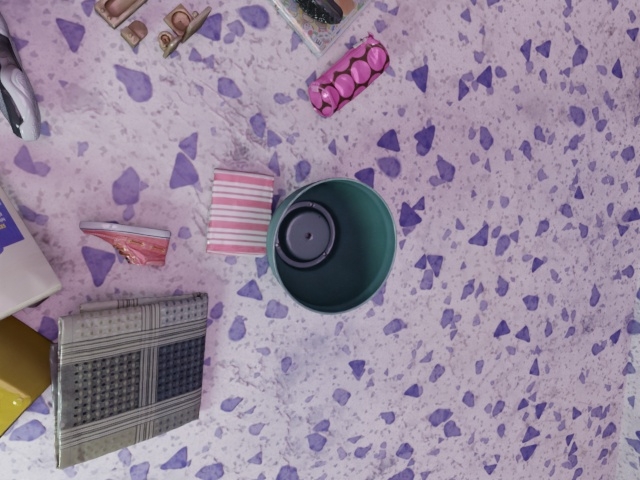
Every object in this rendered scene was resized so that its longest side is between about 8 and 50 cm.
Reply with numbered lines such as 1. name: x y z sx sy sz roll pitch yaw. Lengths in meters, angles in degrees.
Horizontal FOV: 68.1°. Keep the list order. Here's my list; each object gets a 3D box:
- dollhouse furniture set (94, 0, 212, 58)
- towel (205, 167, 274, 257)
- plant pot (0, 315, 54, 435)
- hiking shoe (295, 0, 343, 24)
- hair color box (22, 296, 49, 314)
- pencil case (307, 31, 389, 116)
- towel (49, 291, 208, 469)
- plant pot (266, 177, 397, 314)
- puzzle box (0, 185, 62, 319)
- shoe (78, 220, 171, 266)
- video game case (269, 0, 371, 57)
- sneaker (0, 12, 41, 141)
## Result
1. dollhouse furniture set: -0.323 -0.443 0.909 0.144 0.123 0.151 -48 113 -11
2. towel: -0.184 -0.062 1.085 0.144 0.029 0.197 5 93 -25
3. plant pot: -0.617 0.263 0.850 0.212 0.187 0.212 45 79 -22
4. hiking shoe: -0.020 -0.575 1.017 0.227 0.086 0.114 39 84 -23
5. hair color box: -0.587 0.066 0.913 0.072 0.043 0.141 -43 113 -14
6. pencil case: 0.063 -0.388 1.110 0.209 0.095 0.098 -46 149 -13
7. towel: -0.386 0.272 0.983 0.324 0.056 0.313 -3 102 -48
8. plant pot: 0.000 0.000 1.082 0.292 0.196 0.293 -4 101 -24
9. puzzle box: -0.679 0.061 0.750 0.408 0.052 0.272 -31 85 -35
10. shoe: -0.402 0.008 0.975 0.177 0.063 0.081 8 89 -29
11. video game case: 0.000 -0.578 1.088 0.206 0.026 0.227 44 80 -23
12. sneaker: -0.603 -0.291 0.823 0.153 0.101 0.269 -21 100 -19
